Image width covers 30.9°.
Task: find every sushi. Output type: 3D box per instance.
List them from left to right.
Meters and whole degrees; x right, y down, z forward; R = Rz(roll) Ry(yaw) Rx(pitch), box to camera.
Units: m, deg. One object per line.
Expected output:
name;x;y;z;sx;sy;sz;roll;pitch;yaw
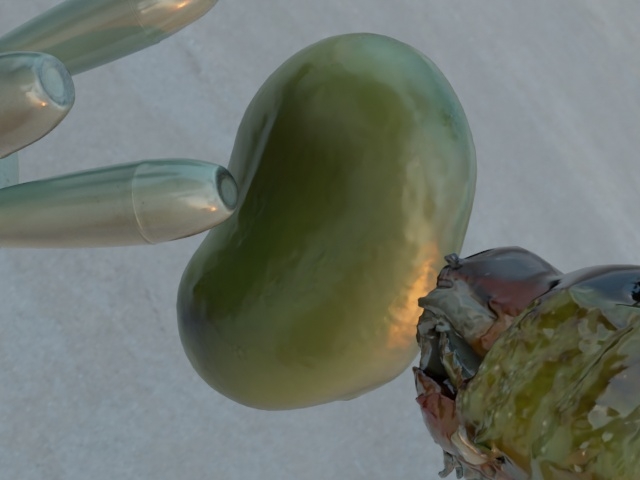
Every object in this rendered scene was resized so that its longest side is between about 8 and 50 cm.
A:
sushi;0.099;0.067;0.370;0.097;0.226;0.103;-32;112;-19

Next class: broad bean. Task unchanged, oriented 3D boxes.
broad bean;0.000;0.000;0.713;0.121;0.263;0.189;-13;48;-39

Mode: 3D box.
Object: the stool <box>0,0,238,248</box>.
stool;-0.172;-0.083;0.632;0.195;0.198;0.195;34;47;-57
